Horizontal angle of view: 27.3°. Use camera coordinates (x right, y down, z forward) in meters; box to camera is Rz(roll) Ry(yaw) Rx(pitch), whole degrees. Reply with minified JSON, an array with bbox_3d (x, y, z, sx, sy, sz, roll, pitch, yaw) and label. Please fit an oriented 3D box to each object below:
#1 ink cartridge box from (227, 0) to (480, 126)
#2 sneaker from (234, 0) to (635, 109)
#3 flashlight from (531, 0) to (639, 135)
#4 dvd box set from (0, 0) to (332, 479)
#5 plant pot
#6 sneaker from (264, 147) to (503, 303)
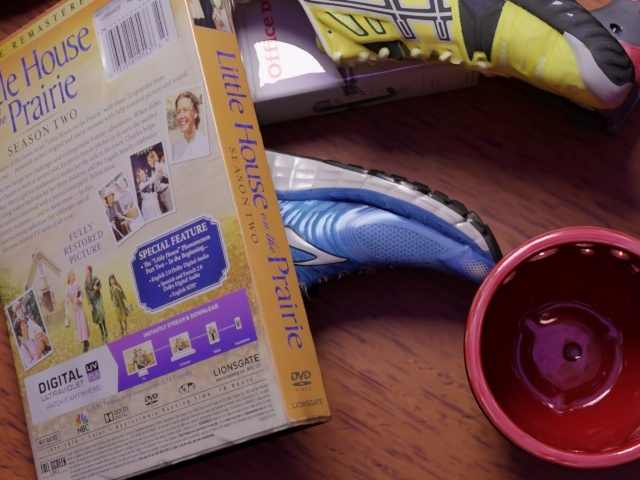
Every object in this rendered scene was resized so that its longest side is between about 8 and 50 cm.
[{"bbox_3d":[0.029,-0.207,1.219,0.218,0.092,0.158,-10,78,1],"label":"ink cartridge box"},{"bbox_3d":[0.082,-0.198,1.113,0.385,0.145,0.147,31,100,15],"label":"sneaker"},{"bbox_3d":[0.303,-0.245,1.196,0.103,0.103,0.304,32,85,5],"label":"flashlight"},{"bbox_3d":[-0.169,-0.009,1.136,0.308,0.062,0.420,-24,75,35],"label":"dvd box set"},{"bbox_3d":[0.211,0.091,1.097,0.191,0.174,0.191,0,84,3],"label":"plant pot"},{"bbox_3d":[0.000,0.000,1.180,0.330,0.130,0.147,12,95,11],"label":"sneaker"}]
